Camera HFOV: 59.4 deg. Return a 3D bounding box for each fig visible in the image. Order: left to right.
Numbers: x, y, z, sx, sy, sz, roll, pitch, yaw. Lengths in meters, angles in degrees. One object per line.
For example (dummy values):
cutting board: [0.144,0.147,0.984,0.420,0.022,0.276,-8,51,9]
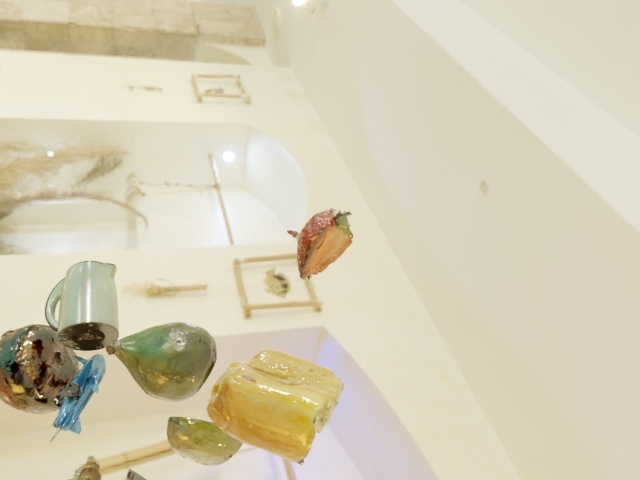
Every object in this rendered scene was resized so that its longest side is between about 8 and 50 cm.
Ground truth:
fig: [-0.362,0.263,1.294,0.195,0.245,0.195,-54,-161,27]

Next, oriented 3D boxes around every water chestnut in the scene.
water chestnut: [-0.915,0.410,1.755,0.300,0.300,0.299,177,-90,-71]

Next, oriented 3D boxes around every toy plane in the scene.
toy plane: [-0.684,0.428,1.593,0.254,0.105,0.271,-40,-148,30]

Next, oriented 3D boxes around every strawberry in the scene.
strawberry: [0.002,-0.003,1.323,0.085,0.140,0.192,51,-32,32]

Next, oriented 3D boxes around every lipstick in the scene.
lipstick: [-0.069,-0.012,1.864,0.030,0.129,0.030,-2,-107,37]

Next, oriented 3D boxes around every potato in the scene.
potato: [-0.447,0.699,1.956,0.255,0.270,0.112,46,37,-44]

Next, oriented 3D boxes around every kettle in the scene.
kettle: [-0.700,0.189,1.637,0.161,0.221,0.236,64,9,-55]

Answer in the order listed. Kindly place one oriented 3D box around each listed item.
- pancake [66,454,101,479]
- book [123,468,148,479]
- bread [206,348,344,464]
pancake: [-0.694,0.769,1.656,0.057,0.266,0.244,-14,-124,33]
book: [-0.451,0.688,1.448,0.181,0.014,0.127,50,24,-26]
bread: [-0.147,0.509,1.752,0.361,0.395,0.250,-30,134,-77]
